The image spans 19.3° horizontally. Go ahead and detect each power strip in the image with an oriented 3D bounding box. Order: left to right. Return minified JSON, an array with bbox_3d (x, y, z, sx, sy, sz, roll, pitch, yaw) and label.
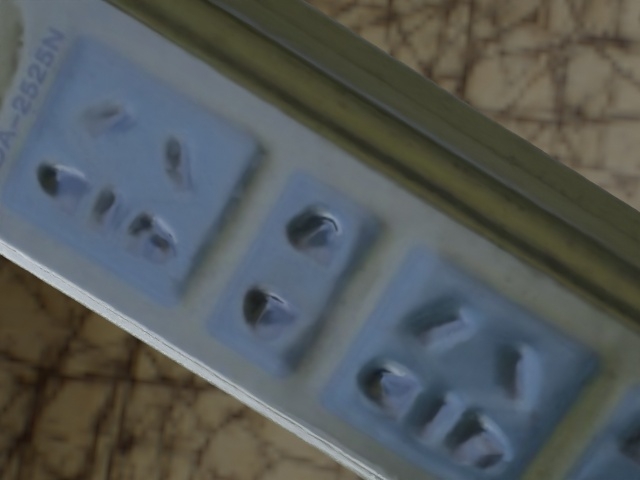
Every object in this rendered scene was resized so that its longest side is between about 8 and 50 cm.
[{"bbox_3d":[0.000,0.000,0.471,0.092,0.387,0.066,-60,-4,27],"label":"power strip"}]
